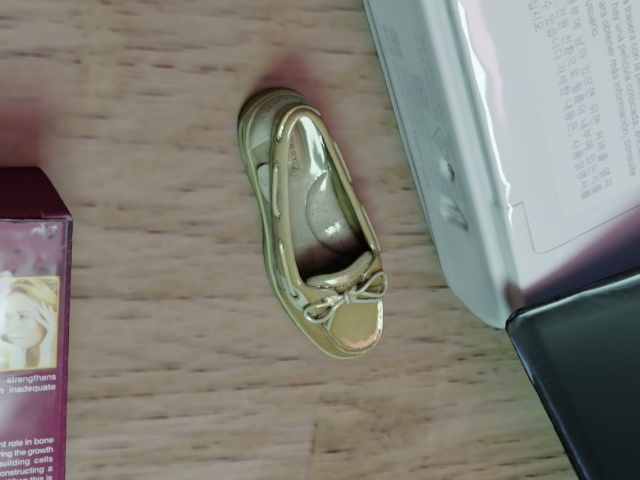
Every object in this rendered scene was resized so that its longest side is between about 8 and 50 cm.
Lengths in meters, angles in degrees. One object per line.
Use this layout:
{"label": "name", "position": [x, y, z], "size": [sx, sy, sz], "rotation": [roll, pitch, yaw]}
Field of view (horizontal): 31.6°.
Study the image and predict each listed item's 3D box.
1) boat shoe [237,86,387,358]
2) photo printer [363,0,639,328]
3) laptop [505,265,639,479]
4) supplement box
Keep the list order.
{"label": "boat shoe", "position": [0.002, -0.001, 0.566], "size": [0.056, 0.048, 0.153], "rotation": [-22, 115, -15]}
{"label": "photo printer", "position": [0.179, -0.128, 0.565], "size": [0.307, 0.107, 0.256], "rotation": [-26, 117, -14]}
{"label": "laptop", "position": [0.358, 0.051, 0.638], "size": [0.408, 0.236, 0.382], "rotation": [-50, 125, -32]}
{"label": "supplement box", "position": [-0.169, 0.067, 0.497], "size": [0.104, 0.081, 0.188], "rotation": [-2, 109, -22]}
